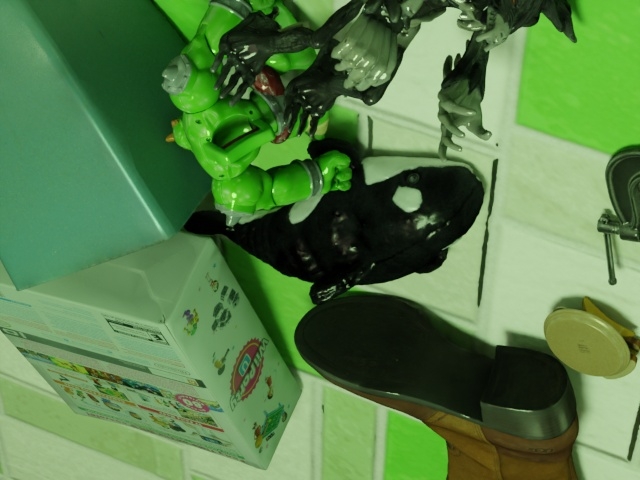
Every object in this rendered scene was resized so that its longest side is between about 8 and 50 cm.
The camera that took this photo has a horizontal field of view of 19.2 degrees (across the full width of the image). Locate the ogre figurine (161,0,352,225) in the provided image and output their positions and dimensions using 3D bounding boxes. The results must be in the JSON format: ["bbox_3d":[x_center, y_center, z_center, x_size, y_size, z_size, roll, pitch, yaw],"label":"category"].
[{"bbox_3d":[-0.053,-0.100,1.431,0.097,0.118,0.197,33,148,35],"label":"ogre figurine"}]

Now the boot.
[{"bbox_3d":[0.118,0.171,1.726,0.264,0.096,0.280,8,148,17],"label":"boot"}]

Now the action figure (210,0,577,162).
[{"bbox_3d":[0.066,-0.135,1.292,0.275,0.141,0.164,-17,142,39],"label":"action figure"}]

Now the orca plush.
[{"bbox_3d":[0.000,0.000,1.551,0.287,0.102,0.151,3,137,33],"label":"orca plush"}]

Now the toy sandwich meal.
[{"bbox_3d":[0.225,0.080,1.557,0.085,0.029,0.086,23,144,18],"label":"toy sandwich meal"}]

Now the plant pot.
[{"bbox_3d":[-0.205,-0.116,1.487,0.165,0.165,0.234,-19,112,32],"label":"plant pot"}]

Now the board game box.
[{"bbox_3d":[-0.169,0.085,1.728,0.224,0.097,0.303,14,155,23],"label":"board game box"}]

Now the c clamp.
[{"bbox_3d":[0.276,-0.016,1.408,0.160,0.022,0.137,5,133,33],"label":"c clamp"}]
